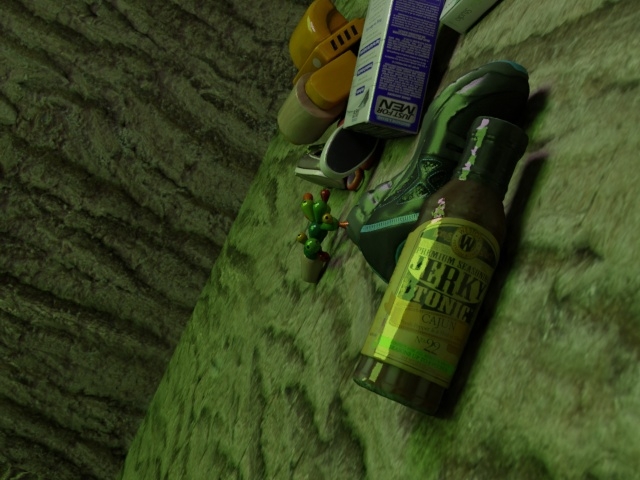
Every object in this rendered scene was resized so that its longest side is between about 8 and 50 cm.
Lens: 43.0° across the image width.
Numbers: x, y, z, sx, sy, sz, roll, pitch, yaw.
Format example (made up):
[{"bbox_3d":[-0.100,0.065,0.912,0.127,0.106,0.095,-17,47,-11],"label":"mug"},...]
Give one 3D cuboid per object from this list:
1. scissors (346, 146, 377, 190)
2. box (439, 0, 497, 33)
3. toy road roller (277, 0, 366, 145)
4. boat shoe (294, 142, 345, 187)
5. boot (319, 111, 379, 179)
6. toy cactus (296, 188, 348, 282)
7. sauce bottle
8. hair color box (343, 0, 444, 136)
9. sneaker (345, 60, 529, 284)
[{"bbox_3d":[0.090,-0.211,1.803,0.109,0.021,0.297,-58,15,28],"label":"scissors"},{"bbox_3d":[0.323,-0.544,1.401,0.232,0.058,0.322,-33,35,67],"label":"box"},{"bbox_3d":[0.003,-0.399,1.856,0.329,0.240,0.202,-42,-1,-31],"label":"toy road roller"},{"bbox_3d":[0.007,-0.178,1.877,0.324,0.117,0.096,-144,76,-83],"label":"boat shoe"},{"bbox_3d":[0.055,-0.207,1.716,0.244,0.088,0.176,-56,12,-25],"label":"boot"},{"bbox_3d":[0.000,0.000,1.659,0.219,0.112,0.180,-98,16,-64],"label":"toy cactus"},{"bbox_3d":[0.145,0.024,0.935,0.344,0.111,0.111,-69,13,-8],"label":"sauce bottle"},{"bbox_3d":[0.143,-0.370,1.540,0.185,0.110,0.338,-162,84,-77],"label":"hair color box"},{"bbox_3d":[0.175,-0.078,1.078,0.341,0.125,0.139,-55,44,29],"label":"sneaker"}]
